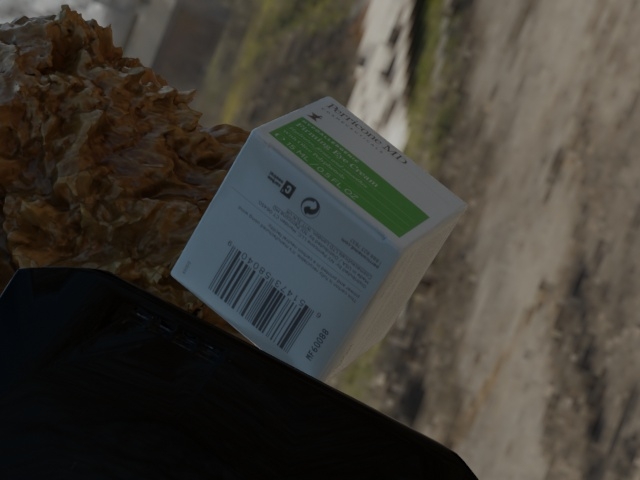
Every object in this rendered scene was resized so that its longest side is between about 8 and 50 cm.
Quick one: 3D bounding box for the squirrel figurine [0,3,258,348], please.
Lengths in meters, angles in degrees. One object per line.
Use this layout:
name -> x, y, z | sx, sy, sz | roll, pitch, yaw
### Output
squirrel figurine -> -0.166, 0.072, 1.034 | 0.397, 0.281, 0.370 | -46, 46, 3

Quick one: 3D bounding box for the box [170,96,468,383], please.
box -> 0.000, 0.000, 0.923 | 0.102, 0.101, 0.087 | -58, -14, 28

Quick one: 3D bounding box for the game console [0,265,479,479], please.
game console -> -0.100, 0.194, 0.667 | 0.361, 0.213, 0.044 | -62, -4, -22
